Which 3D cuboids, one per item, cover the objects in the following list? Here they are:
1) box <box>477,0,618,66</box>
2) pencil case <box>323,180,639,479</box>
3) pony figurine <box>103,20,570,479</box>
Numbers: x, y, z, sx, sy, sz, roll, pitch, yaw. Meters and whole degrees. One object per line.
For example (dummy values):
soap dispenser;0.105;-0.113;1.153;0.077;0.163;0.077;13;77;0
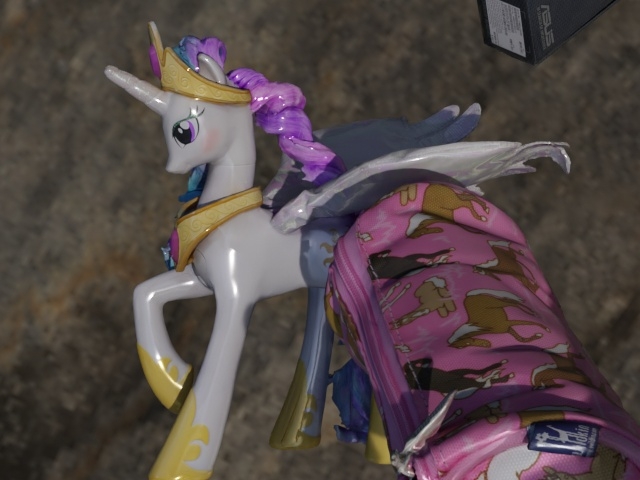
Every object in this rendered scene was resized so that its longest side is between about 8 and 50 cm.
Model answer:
box;0.183;-0.270;1.299;0.059;0.233;0.183;29;57;37
pencil case;0.101;0.098;1.150;0.160;0.167;0.386;-21;24;2
pony figurine;0.000;0.000;1.480;0.303;0.351;0.364;-161;69;-73
